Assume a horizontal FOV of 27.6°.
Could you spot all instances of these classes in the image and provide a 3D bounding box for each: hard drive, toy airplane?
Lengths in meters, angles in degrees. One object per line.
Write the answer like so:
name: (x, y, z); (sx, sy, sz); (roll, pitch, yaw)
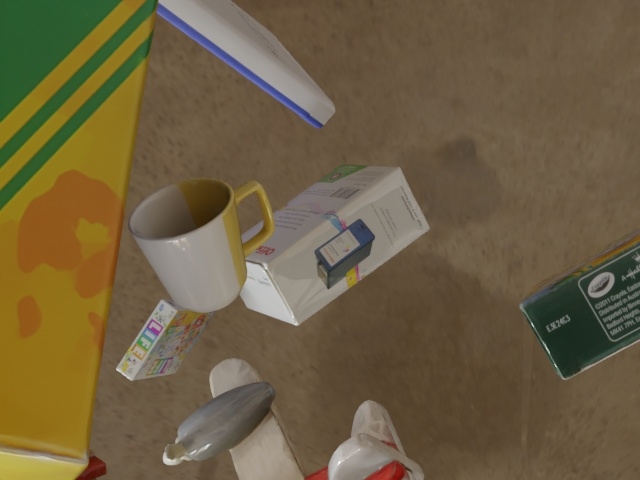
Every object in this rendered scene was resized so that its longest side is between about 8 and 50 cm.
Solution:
hard drive: (-0.131, -0.268, 1.560); (0.040, 0.318, 0.210); (-47, 46, 11)
toy airplane: (-0.057, 0.347, 1.547); (0.386, 0.272, 0.384); (5, 83, 53)

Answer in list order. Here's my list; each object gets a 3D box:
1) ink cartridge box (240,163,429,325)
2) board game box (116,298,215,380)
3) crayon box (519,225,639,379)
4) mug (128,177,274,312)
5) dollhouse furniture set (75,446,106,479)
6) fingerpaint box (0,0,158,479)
ink cartridge box: (0.000, 0.000, 1.582); (0.212, 0.154, 0.093); (-34, 109, -20)
board game box: (-0.191, 0.122, 1.636); (0.026, 0.154, 0.103); (35, 96, 12)
crayon box: (0.307, 0.038, 1.280); (0.203, 0.323, 0.083); (-30, 84, 10)
mug: (-0.064, 0.005, 0.754); (0.078, 0.064, 0.062); (-15, 32, 4)
dollhouse furniture set: (-0.114, 0.234, 0.791); (0.262, 0.259, 0.135); (-11, 108, -34)
fingerpaint box: (-0.198, -0.035, 0.670); (0.163, 0.445, 0.371); (12, 66, -16)
